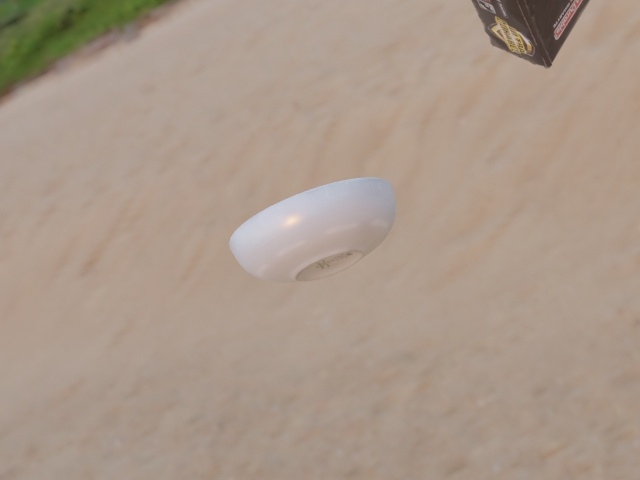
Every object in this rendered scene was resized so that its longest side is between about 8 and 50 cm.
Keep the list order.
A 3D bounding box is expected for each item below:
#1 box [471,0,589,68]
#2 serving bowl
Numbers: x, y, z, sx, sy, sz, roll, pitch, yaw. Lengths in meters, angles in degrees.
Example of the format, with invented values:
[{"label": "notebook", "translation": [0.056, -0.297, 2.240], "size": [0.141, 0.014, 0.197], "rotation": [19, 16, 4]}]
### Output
[{"label": "box", "translation": [0.208, -0.339, 1.586], "size": [0.073, 0.293, 0.295], "rotation": [27, 76, 29]}, {"label": "serving bowl", "translation": [0.000, 0.000, 0.906], "size": [0.083, 0.027, 0.083], "rotation": [-20, -15, -6]}]
